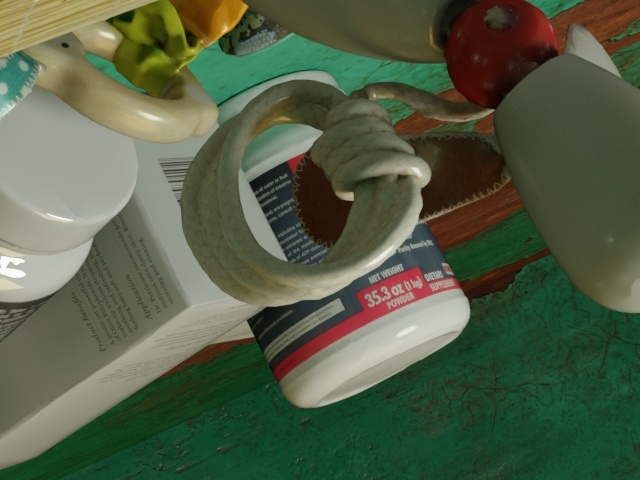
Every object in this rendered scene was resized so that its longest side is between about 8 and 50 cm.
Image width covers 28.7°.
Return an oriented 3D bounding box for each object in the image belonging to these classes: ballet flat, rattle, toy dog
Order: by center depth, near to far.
[{"bbox_3d":[0.035,-0.085,0.568,0.220,0.333,0.161,-11,149,-6],"label":"toy dog"},{"bbox_3d":[-0.129,-0.137,0.762,0.143,0.130,0.200,-38,149,31],"label":"rattle"},{"bbox_3d":[-0.003,-0.199,0.879,0.188,0.070,0.070,-31,167,10],"label":"ballet flat"}]

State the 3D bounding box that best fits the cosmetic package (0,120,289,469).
[{"bbox_3d":[-0.227,0.050,1.084,0.365,0.197,0.155,-33,167,31],"label":"cosmetic package"}]

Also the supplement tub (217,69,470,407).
[{"bbox_3d":[0.000,0.000,1.166,0.191,0.272,0.191,-26,168,-6],"label":"supplement tub"}]

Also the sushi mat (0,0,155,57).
[{"bbox_3d":[-0.051,-0.178,0.704,0.317,0.019,0.151,-25,173,-26],"label":"sushi mat"}]

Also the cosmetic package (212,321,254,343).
[{"bbox_3d":[-0.090,0.035,1.547,0.284,0.097,0.377,-30,168,26],"label":"cosmetic package"}]

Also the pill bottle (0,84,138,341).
[{"bbox_3d":[-0.260,-0.004,0.875,0.283,0.161,0.161,-36,165,37],"label":"pill bottle"}]
